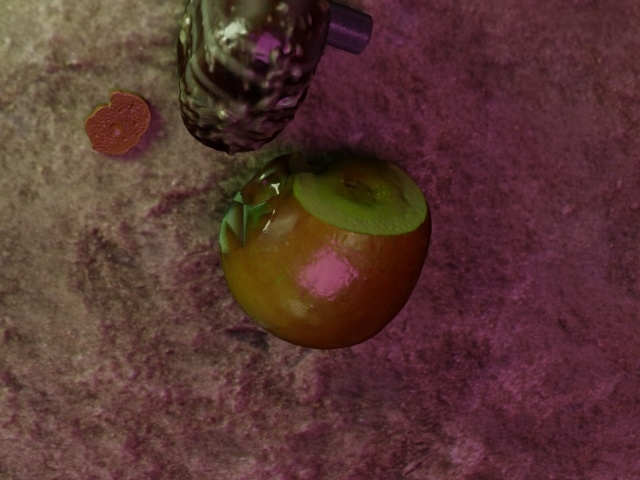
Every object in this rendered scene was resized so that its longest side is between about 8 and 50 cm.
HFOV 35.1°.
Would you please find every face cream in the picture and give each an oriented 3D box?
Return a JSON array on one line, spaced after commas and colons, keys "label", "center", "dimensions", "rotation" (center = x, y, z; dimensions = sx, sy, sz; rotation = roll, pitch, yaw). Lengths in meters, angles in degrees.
[{"label": "face cream", "center": [-0.048, -0.389, 1.705], "dimensions": [0.283, 0.073, 0.073], "rotation": [15, 118, -23]}]

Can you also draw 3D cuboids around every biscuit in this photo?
[{"label": "biscuit", "center": [-0.355, -0.205, 1.778], "dimensions": [0.102, 0.019, 0.130], "rotation": [30, 111, -31]}]

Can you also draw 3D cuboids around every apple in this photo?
[{"label": "apple", "center": [0.000, 0.000, 1.846], "dimensions": [0.374, 0.374, 0.384], "rotation": [35, 79, -31]}]

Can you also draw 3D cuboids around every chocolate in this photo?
[{"label": "chocolate", "center": [-0.114, -0.277, 1.614], "dimensions": [0.225, 0.210, 0.340], "rotation": [16, 140, -22]}]
